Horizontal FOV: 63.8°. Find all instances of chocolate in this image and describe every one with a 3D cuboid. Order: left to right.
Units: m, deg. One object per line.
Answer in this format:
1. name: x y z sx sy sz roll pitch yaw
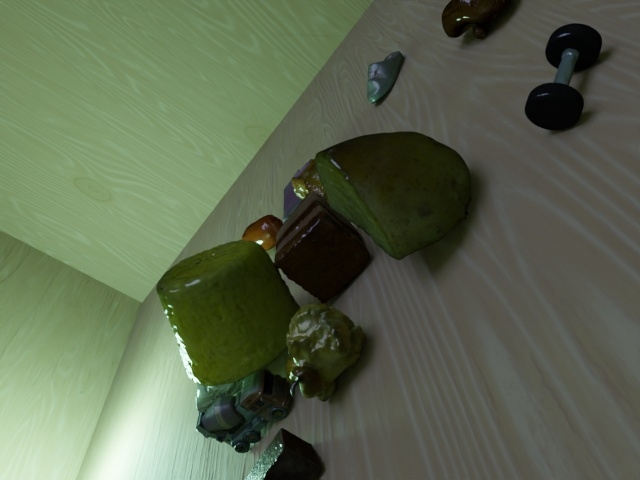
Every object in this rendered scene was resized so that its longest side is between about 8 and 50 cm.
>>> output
1. chocolate: -0.131 0.546 1.058 0.321 0.112 0.112 -56 13 2

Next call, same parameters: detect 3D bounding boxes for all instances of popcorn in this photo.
1. popcorn: -0.007 0.237 1.125 0.195 0.168 0.173 -57 -2 -5

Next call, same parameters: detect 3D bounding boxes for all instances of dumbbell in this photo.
1. dumbbell: 0.465 -0.313 0.984 0.100 0.100 0.191 -14 46 60

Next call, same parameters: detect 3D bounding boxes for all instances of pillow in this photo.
1. pillow: -0.291 0.361 1.606 0.283 0.138 0.310 -47 27 26

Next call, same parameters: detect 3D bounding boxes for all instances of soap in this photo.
1. soap: -0.059 -0.177 1.938 0.181 0.081 0.259 -47 25 22

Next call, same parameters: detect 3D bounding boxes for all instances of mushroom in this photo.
1. mushroom: 0.448 -0.688 1.490 0.231 0.138 0.194 -9 51 62

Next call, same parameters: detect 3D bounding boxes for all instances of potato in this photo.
1. potato: 0.171 -0.155 1.118 0.280 0.213 0.330 -30 34 -9

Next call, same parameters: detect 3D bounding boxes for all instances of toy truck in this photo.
1. toy truck: -0.198 0.430 1.306 0.256 0.140 0.108 -47 23 24

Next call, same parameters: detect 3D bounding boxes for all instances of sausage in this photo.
1. sausage: -0.229 -0.018 2.023 0.258 0.133 0.133 -22 40 54

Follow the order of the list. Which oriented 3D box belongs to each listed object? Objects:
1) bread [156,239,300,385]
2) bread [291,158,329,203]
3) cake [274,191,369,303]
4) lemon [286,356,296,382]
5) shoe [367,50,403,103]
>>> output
1. bread: -0.238 0.174 1.350 0.348 0.308 0.348 -22 12 5
2. bread: 0.008 -0.186 1.653 0.160 0.147 0.260 -50 35 -4
3. cake: 0.000 0.000 1.429 0.199 0.196 0.293 -48 19 17
4. lemon: -0.038 0.300 1.228 0.110 0.082 0.082 -49 22 2
5. shoe: 0.228 -0.631 1.937 0.103 0.100 0.251 -15 43 58
